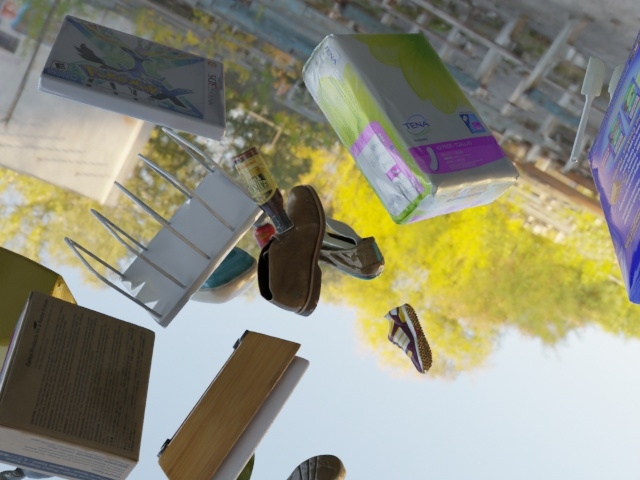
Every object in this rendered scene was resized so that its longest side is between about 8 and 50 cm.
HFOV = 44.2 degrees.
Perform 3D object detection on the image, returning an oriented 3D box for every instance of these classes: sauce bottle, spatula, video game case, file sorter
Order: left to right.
[{"bbox_3d":[-0.342,-0.314,1.498,0.329,0.036,0.300,14,-148,-17],"label":"video game case"},{"bbox_3d":[-0.271,-0.034,1.362,0.193,0.277,0.173,34,172,48],"label":"file sorter"},{"bbox_3d":[-0.079,-0.071,1.136,0.128,0.042,0.042,59,-169,-6],"label":"sauce bottle"},{"bbox_3d":[0.663,-0.287,1.797,0.168,0.241,0.019,5,-163,-13],"label":"spatula"}]

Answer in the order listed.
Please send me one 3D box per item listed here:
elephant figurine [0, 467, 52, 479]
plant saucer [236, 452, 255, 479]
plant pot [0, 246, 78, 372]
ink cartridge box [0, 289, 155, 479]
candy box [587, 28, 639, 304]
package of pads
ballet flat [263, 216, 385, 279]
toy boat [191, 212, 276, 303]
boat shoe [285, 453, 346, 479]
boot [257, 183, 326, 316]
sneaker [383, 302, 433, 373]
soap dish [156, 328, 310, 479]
[{"bbox_3d":[-0.481,0.302,1.435,0.170,0.239,0.186,4,-158,13],"label":"elephant figurine"},{"bbox_3d":[-0.253,0.614,2.014,0.037,0.240,0.241,20,-173,28],"label":"plant saucer"},{"bbox_3d":[-0.537,0.142,1.364,0.187,0.212,0.212,6,-128,9],"label":"plant pot"},{"bbox_3d":[-0.340,0.203,1.084,0.193,0.088,0.234,23,-145,-21],"label":"ink cartridge box"},{"bbox_3d":[0.477,-0.110,1.051,0.122,0.268,0.317,7,-136,1],"label":"candy box"},{"bbox_3d":[0.130,-0.174,1.171,0.229,0.101,0.296,-14,-114,-42],"label":"package of pads"},{"bbox_3d":[0.000,0.000,1.861,0.343,0.124,0.116,14,-147,38],"label":"ballet flat"},{"bbox_3d":[-0.232,0.028,1.947,0.268,0.148,0.318,7,-146,45],"label":"toy boat"},{"bbox_3d":[-0.037,0.688,2.134,0.110,0.341,0.121,35,-145,-23],"label":"boat shoe"},{"bbox_3d":[-0.063,0.002,1.641,0.115,0.112,0.305,18,-124,-26],"label":"boot"},{"bbox_3d":[0.215,0.253,1.958,0.070,0.084,0.185,23,-136,-50],"label":"sneaker"},{"bbox_3d":[-0.146,0.278,1.275,0.118,0.290,0.229,36,167,-1],"label":"soap dish"}]
